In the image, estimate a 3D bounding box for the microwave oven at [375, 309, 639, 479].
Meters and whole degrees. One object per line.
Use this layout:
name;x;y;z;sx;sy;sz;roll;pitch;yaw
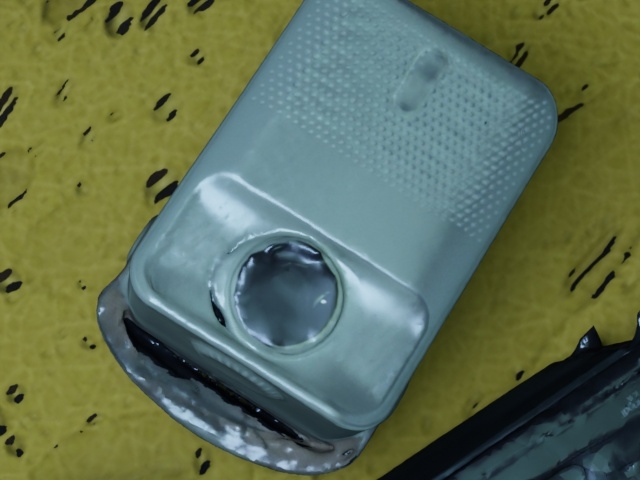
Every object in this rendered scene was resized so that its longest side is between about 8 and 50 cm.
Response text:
microwave oven;0.109;0.177;0.967;0.247;0.188;0.178;-33;86;-10

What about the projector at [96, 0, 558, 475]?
projector;0.000;0.000;0.986;0.163;0.177;0.242;34;80;1
